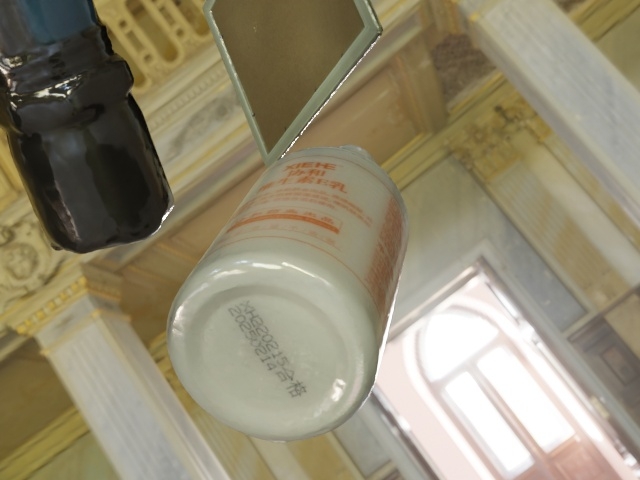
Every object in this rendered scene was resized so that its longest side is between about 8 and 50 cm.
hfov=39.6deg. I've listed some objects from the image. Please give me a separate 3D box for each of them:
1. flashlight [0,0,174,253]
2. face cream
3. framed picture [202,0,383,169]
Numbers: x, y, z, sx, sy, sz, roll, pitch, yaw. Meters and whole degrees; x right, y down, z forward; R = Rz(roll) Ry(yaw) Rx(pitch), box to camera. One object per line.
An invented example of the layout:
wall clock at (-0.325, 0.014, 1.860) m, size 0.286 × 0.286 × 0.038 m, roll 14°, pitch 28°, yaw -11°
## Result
flashlight at (-0.202, -0.189, 0.553) m, size 0.103 × 0.103 × 0.423 m, roll -29°, pitch -63°, yaw -24°
face cream at (0.000, 0.000, 0.508) m, size 0.101 × 0.101 × 0.251 m, roll -46°, pitch 9°, yaw 27°
framed picture at (-0.037, -0.217, 0.866) m, size 0.017 × 0.217 × 0.274 m, roll -16°, pitch -12°, yaw -29°
